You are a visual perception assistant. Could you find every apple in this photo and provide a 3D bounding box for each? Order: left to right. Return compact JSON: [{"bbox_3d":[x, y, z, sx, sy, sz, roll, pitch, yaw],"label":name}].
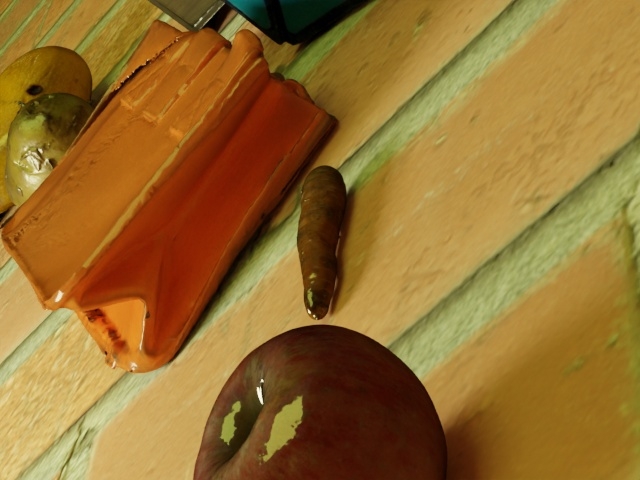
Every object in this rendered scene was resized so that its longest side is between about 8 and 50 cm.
[{"bbox_3d":[0.000,0.125,0.935,0.153,0.120,0.153,-49,24,30],"label":"apple"}]

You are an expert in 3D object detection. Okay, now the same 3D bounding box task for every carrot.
[{"bbox_3d":[-0.001,0.001,1.267,0.035,0.035,0.165,-42,26,33],"label":"carrot"}]

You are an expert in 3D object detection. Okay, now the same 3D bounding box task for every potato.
[{"bbox_3d":[-0.300,-0.094,1.981,0.137,0.137,0.176,-63,-1,-21],"label":"potato"}]

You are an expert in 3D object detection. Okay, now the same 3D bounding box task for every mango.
[{"bbox_3d":[-0.388,-0.131,2.249,0.177,0.120,0.295,-19,41,46],"label":"mango"}]

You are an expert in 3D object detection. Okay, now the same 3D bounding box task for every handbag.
[{"bbox_3d":[-0.151,-0.056,1.596,0.303,0.116,0.410,-52,20,-2],"label":"handbag"}]

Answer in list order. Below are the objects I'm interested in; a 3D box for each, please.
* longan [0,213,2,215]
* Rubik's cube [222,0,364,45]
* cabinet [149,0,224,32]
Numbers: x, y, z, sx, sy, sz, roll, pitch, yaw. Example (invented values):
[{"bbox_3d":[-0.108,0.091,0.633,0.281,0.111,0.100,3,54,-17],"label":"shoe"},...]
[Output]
[{"bbox_3d":[-0.507,-0.066,2.370,0.185,0.159,0.204,-117,26,-54],"label":"longan"},{"bbox_3d":[-0.017,-0.373,1.578,0.260,0.259,0.255,-30,33,52],"label":"Rubik's cube"},{"bbox_3d":[-0.150,-0.367,1.938,0.175,0.215,0.148,-42,25,30],"label":"cabinet"}]
